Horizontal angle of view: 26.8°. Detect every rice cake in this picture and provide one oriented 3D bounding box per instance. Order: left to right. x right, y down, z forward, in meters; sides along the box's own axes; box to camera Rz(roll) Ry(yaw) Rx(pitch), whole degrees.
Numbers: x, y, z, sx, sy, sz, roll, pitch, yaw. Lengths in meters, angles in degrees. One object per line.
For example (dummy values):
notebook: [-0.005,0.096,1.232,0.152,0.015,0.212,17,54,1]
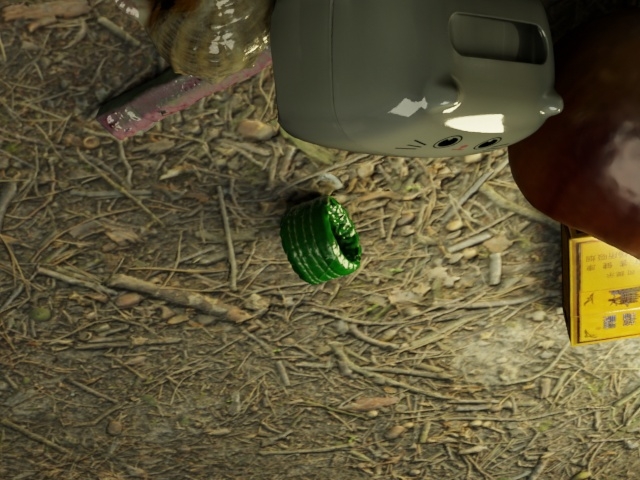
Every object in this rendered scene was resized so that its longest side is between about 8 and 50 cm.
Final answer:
rice cake: [-0.164,-0.201,1.778,0.290,0.051,0.081,-22,138,21]

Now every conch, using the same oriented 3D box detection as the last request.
conch: [-0.132,-0.317,1.555,0.210,0.159,0.291,33,133,10]

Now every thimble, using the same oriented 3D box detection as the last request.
thimble: [0.000,0.000,2.002,0.090,0.118,0.130,-16,114,21]

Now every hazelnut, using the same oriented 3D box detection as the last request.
hazelnut: [0.422,-0.142,1.701,0.372,0.315,0.372,3,139,2]

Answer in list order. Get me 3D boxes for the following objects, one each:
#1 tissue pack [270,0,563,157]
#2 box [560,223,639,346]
tissue pack: [0.123,-0.210,1.554,0.236,0.229,0.333,0,-178,42]
box: [0.483,0.044,2.130,0.193,0.084,0.301,-8,142,5]
